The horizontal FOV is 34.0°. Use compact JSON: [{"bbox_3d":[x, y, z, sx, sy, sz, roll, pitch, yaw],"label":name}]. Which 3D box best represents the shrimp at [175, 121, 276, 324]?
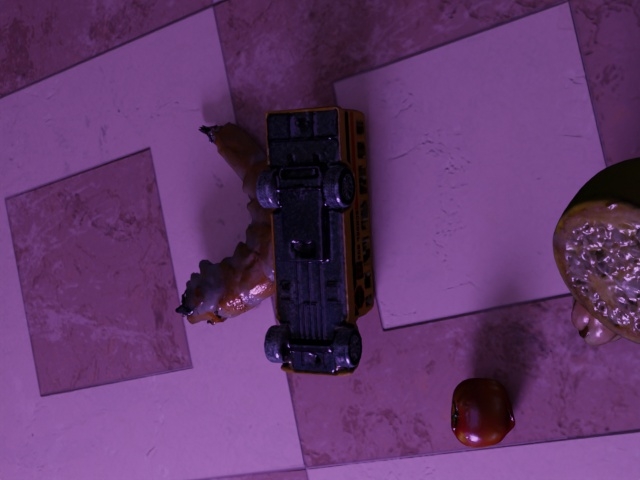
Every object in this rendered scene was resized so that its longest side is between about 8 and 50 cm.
[{"bbox_3d":[-0.108,-0.023,1.440,0.185,0.068,0.286,1,91,31],"label":"shrimp"}]

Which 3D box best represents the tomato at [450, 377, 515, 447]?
[{"bbox_3d":[0.194,0.205,1.250,0.075,0.087,0.087,-1,93,-3],"label":"tomato"}]

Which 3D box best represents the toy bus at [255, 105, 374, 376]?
[{"bbox_3d":[0.000,0.000,1.336,0.121,0.123,0.335,-1,95,27],"label":"toy bus"}]

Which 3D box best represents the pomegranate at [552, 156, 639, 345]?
[{"bbox_3d":[0.358,0.021,1.098,0.190,0.159,0.240,23,133,38],"label":"pomegranate"}]
